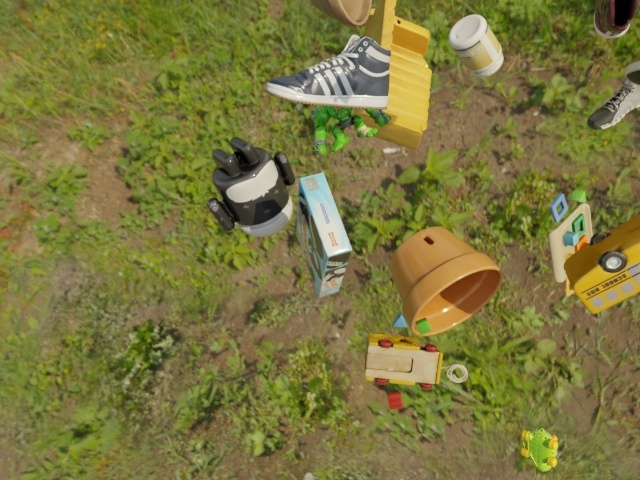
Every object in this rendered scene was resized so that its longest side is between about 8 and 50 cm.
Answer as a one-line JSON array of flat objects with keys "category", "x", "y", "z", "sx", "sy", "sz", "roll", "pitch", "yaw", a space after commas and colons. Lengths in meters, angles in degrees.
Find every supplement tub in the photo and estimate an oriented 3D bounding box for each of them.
[{"category": "supplement tub", "x": 0.579, "y": -0.715, "z": 2.069, "sx": 0.144, "sy": 0.200, "sz": 0.144, "roll": -23, "pitch": 51, "yaw": 31}]

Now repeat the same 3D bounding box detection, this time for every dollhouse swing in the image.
[{"category": "dollhouse swing", "x": 0.249, "y": -0.506, "z": 1.607, "sx": 0.315, "sy": 0.305, "sz": 0.346, "roll": 13, "pitch": 73, "yaw": -20}]

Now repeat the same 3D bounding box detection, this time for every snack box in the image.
[{"category": "snack box", "x": 0.000, "y": 0.000, "z": 1.300, "sx": 0.060, "sy": 0.322, "sz": 0.187, "roll": -16, "pitch": 71, "yaw": -10}]

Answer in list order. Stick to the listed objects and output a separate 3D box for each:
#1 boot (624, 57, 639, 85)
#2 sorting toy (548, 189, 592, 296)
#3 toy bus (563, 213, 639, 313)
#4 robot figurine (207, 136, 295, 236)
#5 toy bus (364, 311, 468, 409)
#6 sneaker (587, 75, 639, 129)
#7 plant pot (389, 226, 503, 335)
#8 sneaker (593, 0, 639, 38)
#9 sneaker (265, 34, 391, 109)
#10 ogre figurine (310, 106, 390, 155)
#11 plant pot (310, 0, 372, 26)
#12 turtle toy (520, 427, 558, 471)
[{"category": "boot", "x": 0.820, "y": -0.453, "z": 1.263, "sx": 0.244, "sy": 0.088, "sz": 0.176, "roll": 3, "pitch": 71, "yaw": 68}, {"category": "sorting toy", "x": 0.766, "y": 0.011, "z": 1.678, "sx": 0.196, "sy": 0.347, "sz": 0.047, "roll": -33, "pitch": 29, "yaw": -27}, {"category": "toy bus", "x": 0.702, "y": 0.019, "z": 1.209, "sx": 0.333, "sy": 0.130, "sz": 0.108, "roll": -36, "pitch": 15, "yaw": 25}, {"category": "robot figurine", "x": -0.184, "y": -0.139, "z": 1.505, "sx": 0.209, "sy": 0.278, "sz": 0.173, "roll": -14, "pitch": 39, "yaw": 15}, {"category": "toy bus", "x": 0.193, "y": 0.265, "z": 1.263, "sx": 0.191, "sy": 0.104, "sz": 0.202, "roll": -38, "pitch": 96, "yaw": 9}, {"category": "sneaker", "x": 0.904, "y": -0.441, "z": 1.688, "sx": 0.229, "sy": 0.132, "sz": 0.086, "roll": -32, "pitch": 45, "yaw": -1}, {"category": "plant pot", "x": 0.328, "y": 0.100, "z": 1.559, "sx": 0.291, "sy": 0.291, "sz": 0.203, "roll": -32, "pitch": 56, "yaw": 0}, {"category": "sneaker", "x": 0.681, "y": -0.609, "z": 1.269, "sx": 0.106, "sy": 0.162, "sz": 0.281, "roll": -8, "pitch": 105, "yaw": 18}, {"category": "sneaker", "x": 0.024, "y": -0.371, "z": 1.208, "sx": 0.282, "sy": 0.153, "sz": 0.099, "roll": 0, "pitch": 23, "yaw": -20}, {"category": "ogre figurine", "x": 0.059, "y": -0.298, "z": 1.385, "sx": 0.197, "sy": 0.118, "sz": 0.097, "roll": -16, "pitch": 26, "yaw": 26}, {"category": "plant pot", "x": 0.034, "y": -0.652, "z": 1.398, "sx": 0.110, "sy": 0.237, "sz": 0.237, "roll": 0, "pitch": 62, "yaw": 30}, {"category": "turtle toy", "x": 0.587, "y": 0.555, "z": 1.483, "sx": 0.095, "sy": 0.066, "sz": 0.130, "roll": 9, "pitch": 108, "yaw": 43}]
